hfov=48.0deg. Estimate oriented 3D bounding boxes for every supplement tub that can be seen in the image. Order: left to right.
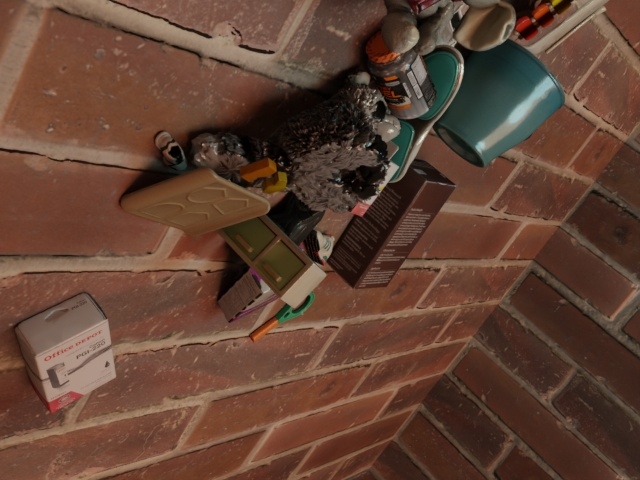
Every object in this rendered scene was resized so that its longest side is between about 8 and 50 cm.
[{"bbox_3d":[0.176,-0.369,1.588,0.117,0.117,0.190,-44,136,-6],"label":"supplement tub"}]

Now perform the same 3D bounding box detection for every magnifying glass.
[{"bbox_3d":[-0.109,0.221,2.098,0.231,0.026,0.092,-34,150,-22],"label":"magnifying glass"}]

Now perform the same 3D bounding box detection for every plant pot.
[{"bbox_3d":[0.430,-0.338,1.834,0.255,0.271,0.271,-48,153,0],"label":"plant pot"}]

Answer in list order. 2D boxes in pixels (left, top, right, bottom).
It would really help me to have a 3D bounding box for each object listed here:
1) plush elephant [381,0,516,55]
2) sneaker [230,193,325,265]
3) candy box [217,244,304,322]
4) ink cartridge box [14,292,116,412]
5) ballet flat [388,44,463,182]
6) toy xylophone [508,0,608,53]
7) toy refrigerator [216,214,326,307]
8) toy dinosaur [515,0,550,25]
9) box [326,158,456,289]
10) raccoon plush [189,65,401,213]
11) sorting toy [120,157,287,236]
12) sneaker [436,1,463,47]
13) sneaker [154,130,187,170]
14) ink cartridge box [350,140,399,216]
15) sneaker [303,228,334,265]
[{"bbox_3d":[0.248,-0.498,1.366,0.255,0.272,0.330,-12,180,20],"label":"plush elephant"},{"bbox_3d":[-0.090,-0.017,1.729,0.286,0.109,0.130,-33,156,-20],"label":"sneaker"},{"bbox_3d":[-0.140,0.110,1.766,0.159,0.071,0.233,-25,171,-36],"label":"candy box"},{"bbox_3d":[-0.514,0.230,1.468,0.158,0.092,0.218,-29,146,-31],"label":"ink cartridge box"},{"bbox_3d":[0.239,-0.321,1.783,0.139,0.139,0.400,-19,146,-42],"label":"ballet flat"},{"bbox_3d":[0.623,-0.582,1.842,0.322,0.081,0.236,-35,171,16],"label":"toy xylophone"},{"bbox_3d":[-0.120,0.012,1.537,0.102,0.269,0.094,-45,153,-1],"label":"toy refrigerator"},{"bbox_3d":[0.561,-0.598,1.909,0.211,0.064,0.112,-4,132,-52],"label":"toy dinosaur"},{"bbox_3d":[0.199,-0.047,2.055,0.191,0.143,0.381,2,128,-55],"label":"box"},{"bbox_3d":[-0.033,-0.254,1.489,0.446,0.299,0.216,16,136,-25],"label":"raccoon plush"},{"bbox_3d":[-0.198,-0.090,1.392,0.307,0.041,0.229,-17,159,21],"label":"sorting toy"},{"bbox_3d":[0.296,-0.480,1.659,0.080,0.094,0.212,-42,153,-12],"label":"sneaker"},{"bbox_3d":[-0.273,-0.157,1.343,0.040,0.044,0.109,-44,154,-9],"label":"sneaker"},{"bbox_3d":[0.111,-0.174,1.782,0.198,0.115,0.067,-53,151,13],"label":"ink cartridge box"},{"bbox_3d":[0.000,0.000,1.940,0.075,0.057,0.161,-55,155,-22],"label":"sneaker"}]
